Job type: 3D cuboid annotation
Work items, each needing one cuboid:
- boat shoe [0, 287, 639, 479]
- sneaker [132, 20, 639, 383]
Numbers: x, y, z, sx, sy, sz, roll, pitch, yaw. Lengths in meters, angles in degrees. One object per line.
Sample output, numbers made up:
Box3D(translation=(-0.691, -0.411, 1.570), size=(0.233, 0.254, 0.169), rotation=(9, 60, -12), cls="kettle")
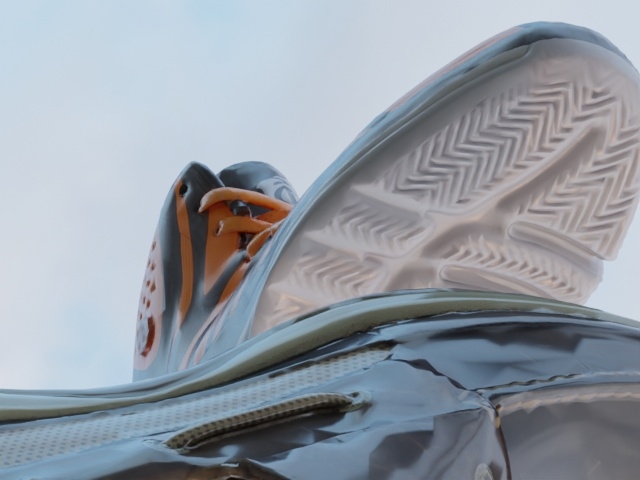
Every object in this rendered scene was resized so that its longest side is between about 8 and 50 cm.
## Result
Box3D(translation=(-0.013, 0.100, 0.518), size=(0.130, 0.355, 0.132), rotation=(-145, -129, -59), cls="boat shoe")
Box3D(translation=(0.000, 0.000, 0.802), size=(0.321, 0.124, 0.180), rotation=(-48, -148, 28), cls="sneaker")
